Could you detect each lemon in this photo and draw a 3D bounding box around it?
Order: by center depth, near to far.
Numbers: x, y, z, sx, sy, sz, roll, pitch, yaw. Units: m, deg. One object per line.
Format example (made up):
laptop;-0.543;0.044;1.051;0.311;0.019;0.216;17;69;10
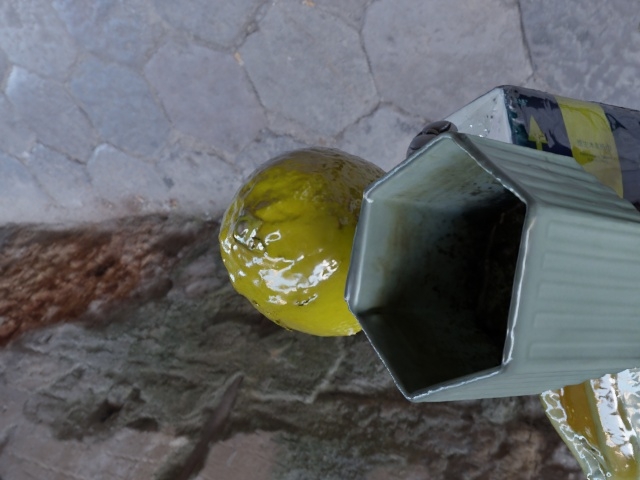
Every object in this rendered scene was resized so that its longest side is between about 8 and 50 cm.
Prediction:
lemon;0.000;0.000;0.885;0.253;0.253;0.310;4;174;31

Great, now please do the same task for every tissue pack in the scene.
tissue pack;0.429;-0.126;1.296;0.416;0.253;0.264;1;163;-28

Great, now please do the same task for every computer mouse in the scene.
computer mouse;0.136;-0.121;0.844;0.039;0.066;0.096;41;167;4

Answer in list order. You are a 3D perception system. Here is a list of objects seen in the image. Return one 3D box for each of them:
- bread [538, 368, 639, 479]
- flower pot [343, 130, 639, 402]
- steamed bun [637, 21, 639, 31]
bread;0.414;0.140;0.888;0.210;0.341;0.301;-4;109;37
flower pot;0.163;0.029;0.611;0.189;0.239;0.209;7;123;-32
steamed bun;0.719;-0.329;1.044;0.428;0.247;0.189;-16;97;13
